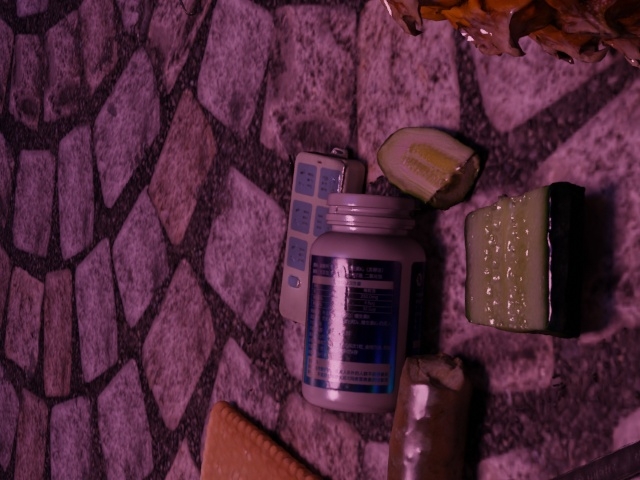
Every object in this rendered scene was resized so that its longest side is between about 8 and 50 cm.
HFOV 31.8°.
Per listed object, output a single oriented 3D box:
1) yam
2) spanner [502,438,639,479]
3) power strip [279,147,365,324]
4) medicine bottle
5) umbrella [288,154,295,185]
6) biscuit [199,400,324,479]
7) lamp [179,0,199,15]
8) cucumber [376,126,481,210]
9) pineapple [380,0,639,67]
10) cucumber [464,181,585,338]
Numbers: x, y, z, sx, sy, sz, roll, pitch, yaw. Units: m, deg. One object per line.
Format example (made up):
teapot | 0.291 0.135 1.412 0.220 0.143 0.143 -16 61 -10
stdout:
yam | 0.087 0.256 0.965 0.067 0.071 0.317 -20 -65 -81
spanner | 0.202 0.176 0.835 0.254 0.015 0.054 -43 52 48
power strip | 0.000 0.000 1.148 0.081 0.035 0.192 17 102 47
medicine bottle | 0.040 0.054 1.018 0.107 0.107 0.191 5 92 58
umbrella | -0.020 -0.042 1.211 0.022 0.013 0.122 113 146 -63
biscuit | -0.070 0.290 1.247 0.250 0.030 0.160 23 107 56
lamp | -0.141 -0.335 1.410 0.121 0.041 0.054 -32 69 48
cucumber | 0.095 -0.066 1.005 0.067 0.035 0.107 -50 39 1
pineapple | 0.150 -0.279 0.707 0.352 0.300 0.352 3 94 53
cucumber | 0.165 0.017 0.867 0.116 0.062 0.115 176 97 -65
